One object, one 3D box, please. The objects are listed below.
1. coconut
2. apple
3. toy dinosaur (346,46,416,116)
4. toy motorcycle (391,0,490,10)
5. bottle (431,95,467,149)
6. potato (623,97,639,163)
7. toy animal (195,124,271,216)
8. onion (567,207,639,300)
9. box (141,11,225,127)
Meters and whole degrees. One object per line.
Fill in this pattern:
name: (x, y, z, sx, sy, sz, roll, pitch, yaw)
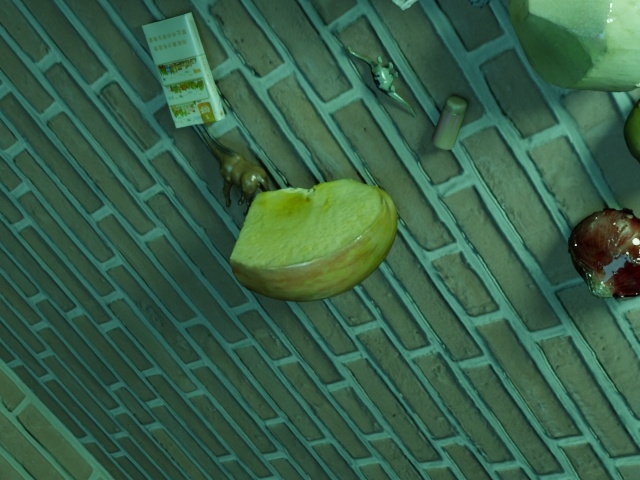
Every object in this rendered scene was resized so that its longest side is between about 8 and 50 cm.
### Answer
coconut: (0.391, -0.331, 1.134, 0.259, 0.259, 0.259, 16, 131, 19)
apple: (0.000, 0.000, 1.614, 0.309, 0.314, 0.252, -1, 89, 19)
toy dinosaur: (0.121, -0.296, 1.448, 0.180, 0.037, 0.058, 51, 157, -6)
toy motorcycle: (0.213, -0.417, 1.211, 0.239, 0.108, 0.204, -25, 143, 7)
bottle: (0.236, -0.215, 1.440, 0.045, 0.045, 0.096, 24, 131, 11)
potato: (0.573, -0.179, 1.210, 0.154, 0.137, 0.200, 47, 135, -10)
toy animal: (-0.206, -0.171, 1.719, 0.224, 0.066, 0.229, 22, 138, 32)
onion: (0.526, 0.038, 1.409, 0.184, 0.147, 0.184, 25, 148, 17)
box: (-0.279, -0.345, 1.616, 0.122, 0.032, 0.220, -4, 113, 31)
